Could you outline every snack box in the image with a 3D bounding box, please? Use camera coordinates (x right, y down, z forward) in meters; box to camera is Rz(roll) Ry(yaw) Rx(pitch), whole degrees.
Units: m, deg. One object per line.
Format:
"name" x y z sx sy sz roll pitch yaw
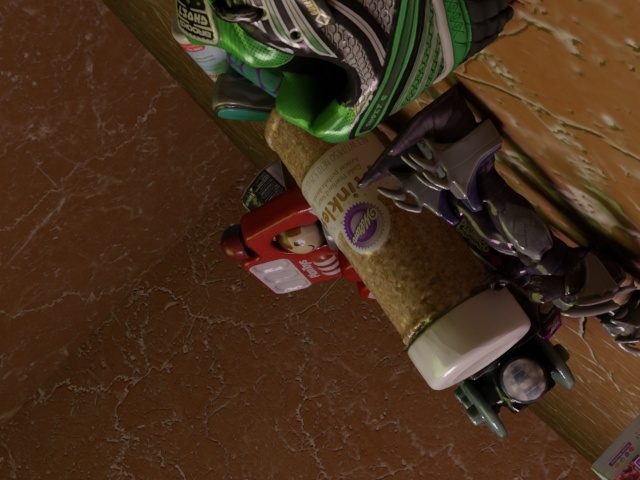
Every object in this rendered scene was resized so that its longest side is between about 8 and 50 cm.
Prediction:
"snack box" 0.346 0.204 0.675 0.100 0.141 0.037 44 178 -14

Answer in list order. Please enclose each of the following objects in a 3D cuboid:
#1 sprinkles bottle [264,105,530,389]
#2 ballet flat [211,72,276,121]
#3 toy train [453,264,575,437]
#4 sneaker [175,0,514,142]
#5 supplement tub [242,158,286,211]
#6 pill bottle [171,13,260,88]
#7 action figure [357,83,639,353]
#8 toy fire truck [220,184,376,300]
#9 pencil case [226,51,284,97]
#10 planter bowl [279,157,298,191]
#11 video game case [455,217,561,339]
"sprinkles bottle" 0.072 -0.017 0.762 0.355 0.121 0.121 56 -177 22
"ballet flat" -0.050 -0.193 0.999 0.213 0.068 0.072 9 166 -26
"toy train" 0.209 0.129 0.912 0.190 0.142 0.334 55 -178 7
"sneaker" -0.017 -0.157 0.301 0.134 0.146 0.343 42 177 38
"supplement tub" -0.056 -0.072 2.026 0.316 0.193 0.193 44 178 9
"pill bottle" -0.132 -0.269 1.002 0.087 0.087 0.160 41 177 42
"action figure" 0.173 0.002 0.598 0.285 0.099 0.185 40 173 -1
"toy fire truck" 0.000 0.000 1.003 0.302 0.253 0.169 49 -155 -67
"pencil case" -0.057 -0.218 0.912 0.151 0.064 0.070 43 -179 33
"planter bowl" 0.004 -0.104 1.179 0.217 0.090 0.217 -13 -90 -79
"video game case" 0.217 0.027 0.937 0.232 0.042 0.210 42 178 29
